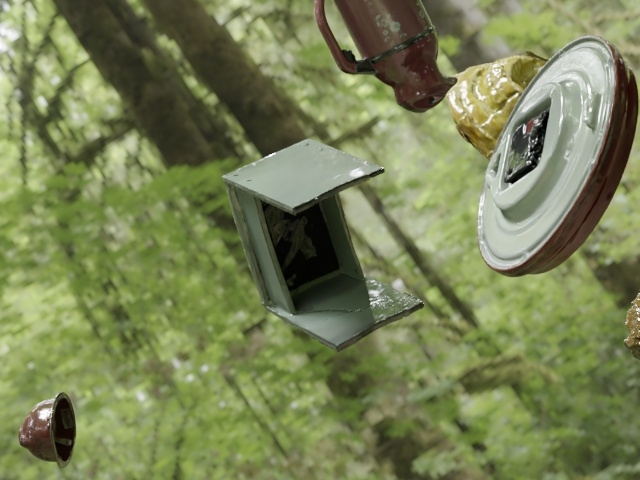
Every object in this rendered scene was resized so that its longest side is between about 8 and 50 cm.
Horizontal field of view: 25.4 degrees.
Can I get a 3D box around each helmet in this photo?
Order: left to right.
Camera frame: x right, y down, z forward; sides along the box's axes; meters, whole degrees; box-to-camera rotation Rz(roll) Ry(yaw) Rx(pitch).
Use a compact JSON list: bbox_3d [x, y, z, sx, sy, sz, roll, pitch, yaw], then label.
[{"bbox_3d":[-0.345,0.237,1.763,0.057,0.089,0.111,-4,16,5],"label":"helmet"}]

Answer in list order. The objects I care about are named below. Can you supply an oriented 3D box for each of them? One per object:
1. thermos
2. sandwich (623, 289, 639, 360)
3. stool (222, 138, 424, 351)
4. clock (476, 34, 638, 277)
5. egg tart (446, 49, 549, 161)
[{"bbox_3d":[0.069,-0.319,1.916,0.109,0.330,0.136,-20,13,41],"label":"thermos"},{"bbox_3d":[0.620,0.125,1.943,0.325,0.262,0.131,-26,43,56],"label":"sandwich"},{"bbox_3d":[0.000,0.000,2.213,0.170,0.244,0.269,-26,24,-21],"label":"stool"},{"bbox_3d":[0.279,-0.106,1.763,0.080,0.318,0.318,21,-41,-17],"label":"clock"},{"bbox_3d":[0.340,-0.200,2.253,0.290,0.290,0.115,-18,-33,-45],"label":"egg tart"}]
